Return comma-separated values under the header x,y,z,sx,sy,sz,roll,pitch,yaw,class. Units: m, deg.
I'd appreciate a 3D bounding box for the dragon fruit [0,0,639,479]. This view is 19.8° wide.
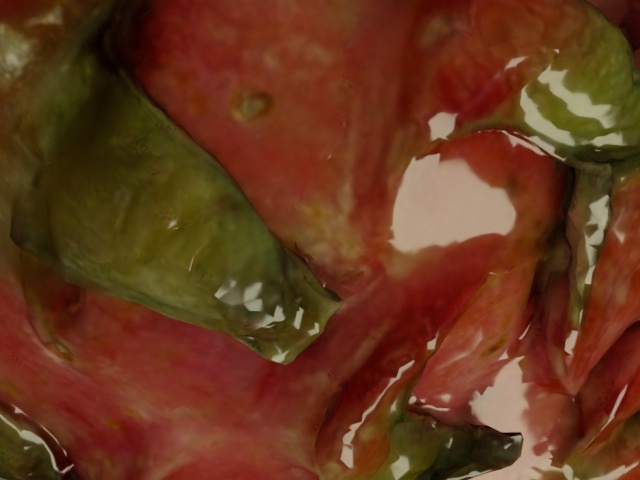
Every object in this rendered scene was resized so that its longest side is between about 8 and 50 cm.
x,y,z,sx,sy,sz,roll,pitch,yaw,class
0.000,0.000,0.573,0.296,0.263,0.314,-39,178,14,dragon fruit
